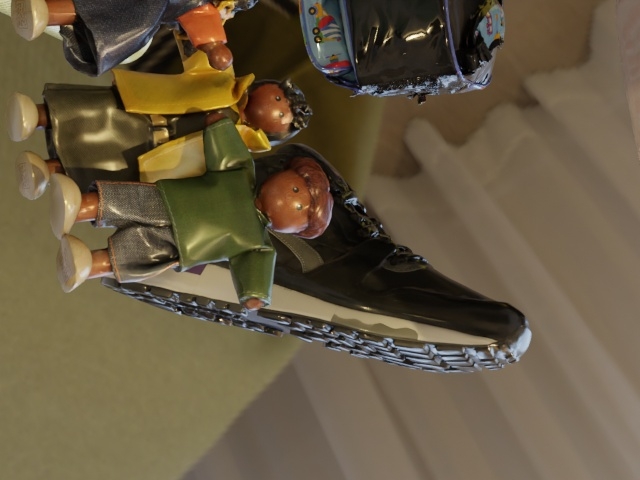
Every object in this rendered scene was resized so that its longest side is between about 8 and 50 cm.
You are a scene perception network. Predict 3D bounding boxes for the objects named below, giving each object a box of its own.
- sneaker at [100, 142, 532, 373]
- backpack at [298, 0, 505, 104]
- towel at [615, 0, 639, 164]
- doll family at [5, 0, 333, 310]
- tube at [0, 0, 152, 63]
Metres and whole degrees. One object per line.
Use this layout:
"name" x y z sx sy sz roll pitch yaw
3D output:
"sneaker" 0.000 0.000 0.904 0.107 0.283 0.124 42 63 -68
"backpack" 0.061 -0.169 0.963 0.116 0.158 0.173 -9 180 17
"towel" 0.407 -0.193 1.246 0.053 0.317 0.332 27 137 -32
"doll family" -0.052 -0.071 0.487 0.111 0.193 0.076 -11 -177 -25
"tube" -0.212 -0.197 1.142 0.070 0.062 0.240 -55 159 8
